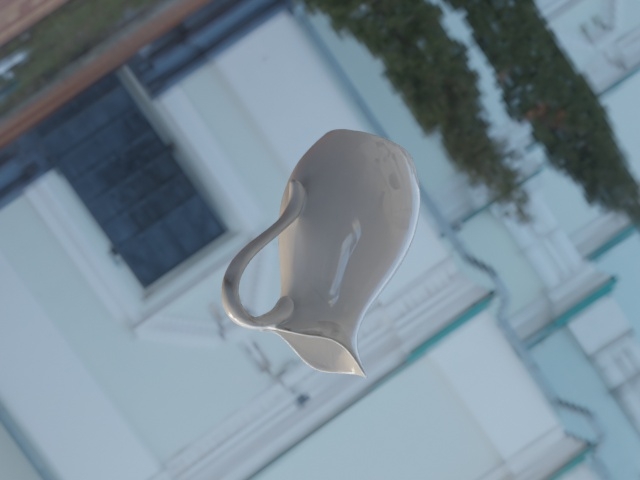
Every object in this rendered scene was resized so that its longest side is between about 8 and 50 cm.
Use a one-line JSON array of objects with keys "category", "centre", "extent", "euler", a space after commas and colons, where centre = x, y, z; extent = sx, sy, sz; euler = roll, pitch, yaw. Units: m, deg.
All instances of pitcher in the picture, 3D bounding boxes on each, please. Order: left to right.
[{"category": "pitcher", "centre": [0.000, 0.000, 1.275], "extent": [0.125, 0.178, 0.207], "euler": [5, -107, 44]}]
